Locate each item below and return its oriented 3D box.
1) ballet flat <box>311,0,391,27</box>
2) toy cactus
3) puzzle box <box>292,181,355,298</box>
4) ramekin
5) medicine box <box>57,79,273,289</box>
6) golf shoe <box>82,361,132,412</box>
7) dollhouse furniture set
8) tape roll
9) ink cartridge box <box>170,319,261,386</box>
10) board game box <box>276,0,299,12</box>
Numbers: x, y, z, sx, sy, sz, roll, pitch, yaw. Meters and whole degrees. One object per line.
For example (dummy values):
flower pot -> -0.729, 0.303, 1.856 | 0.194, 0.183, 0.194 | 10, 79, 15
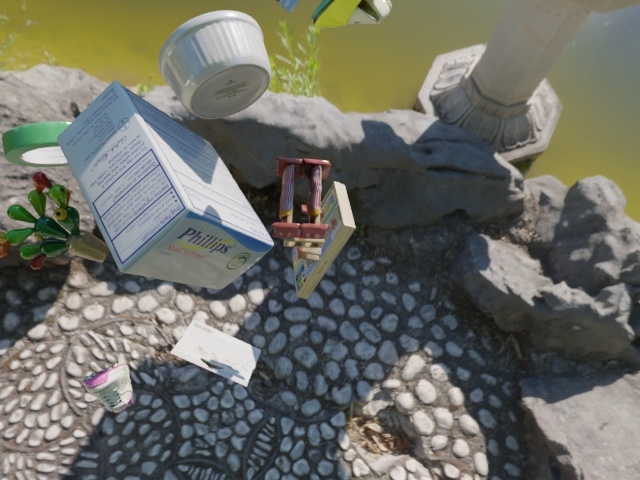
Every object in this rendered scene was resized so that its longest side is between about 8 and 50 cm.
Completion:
ballet flat -> 0.064, -0.307, 0.552 | 0.077, 0.231, 0.077 | 41, 64, -13
toy cactus -> -0.476, -0.012, 0.844 | 0.180, 0.219, 0.112 | 31, 28, -23
puzzle box -> 0.000, 0.000, 1.847 | 0.052, 0.409, 0.272 | 17, 37, -22
ramekin -> -0.244, -0.412, 1.138 | 0.272, 0.273, 0.127 | -24, 80, -12
medicine box -> -0.257, -0.080, 0.810 | 0.149, 0.263, 0.289 | -38, 68, 10
golf shoe -> -0.623, 0.449, 1.409 | 0.115, 0.306, 0.140 | -22, 80, -15
dollhouse furniture set -> -0.063, -0.078, 1.398 | 0.152, 0.374, 0.202 | 3, 74, -4
tape roll -> -0.972, -0.346, 1.707 | 0.320, 0.321, 0.077 | -11, 88, -7
ink cartridge box -> -0.388, 0.433, 1.728 | 0.296, 0.261, 0.066 | 25, 107, -3
board game box -> -0.104, -0.550, 0.747 | 0.291, 0.232, 0.141 | 34, 91, -18
